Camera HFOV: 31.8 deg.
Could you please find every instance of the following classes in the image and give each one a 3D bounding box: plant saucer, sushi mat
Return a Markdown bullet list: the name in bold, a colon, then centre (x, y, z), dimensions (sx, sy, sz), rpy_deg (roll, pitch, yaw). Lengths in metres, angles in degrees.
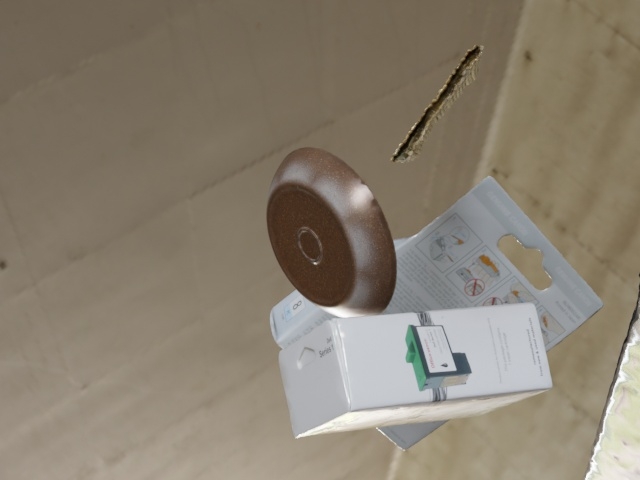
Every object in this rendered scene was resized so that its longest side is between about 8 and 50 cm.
- **plant saucer**: centre (0.000, 0.000, 1.195), dimensions (0.036, 0.198, 0.198), rpy_deg (-25, -30, -33)
- **sushi mat**: centre (0.138, -0.150, 1.300), dimensions (0.151, 0.019, 0.316), rpy_deg (-55, -3, 8)

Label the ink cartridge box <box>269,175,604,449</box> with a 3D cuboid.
- **ink cartridge box**: centre (0.168, 0.100, 1.638), dimensions (0.385, 0.091, 0.308), rpy_deg (-39, -61, 14)

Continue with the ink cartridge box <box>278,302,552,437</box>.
- **ink cartridge box**: centre (0.089, 0.129, 1.113), dimensions (0.219, 0.092, 0.160), rpy_deg (-3, -17, -22)

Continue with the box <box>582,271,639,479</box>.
- **box**: centre (0.484, 0.174, 0.853), dimensions (0.297, 0.480, 0.471), rpy_deg (-44, -26, -21)
